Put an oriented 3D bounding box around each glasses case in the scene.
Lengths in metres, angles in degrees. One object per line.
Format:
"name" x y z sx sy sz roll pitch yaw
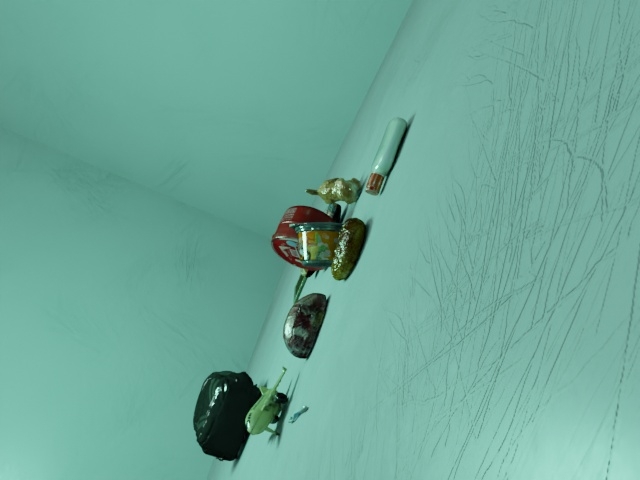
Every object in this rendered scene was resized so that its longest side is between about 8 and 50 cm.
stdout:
"glasses case" 0.000 0.000 2.182 0.122 0.082 0.321 -87 21 -68

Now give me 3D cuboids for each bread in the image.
"bread" 0.071 0.021 1.545 0.193 0.064 0.193 -160 90 -86

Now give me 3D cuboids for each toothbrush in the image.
"toothbrush" -0.057 0.431 1.381 0.162 0.014 0.017 123 149 -58

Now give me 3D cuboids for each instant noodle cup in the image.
"instant noodle cup" 0.005 0.018 1.694 0.177 0.208 0.126 156 115 -76

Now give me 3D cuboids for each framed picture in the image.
"framed picture" -0.079 0.164 2.615 0.273 0.016 0.216 -94 27 -79

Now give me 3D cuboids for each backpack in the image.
"backpack" -0.408 0.717 2.387 0.363 0.255 0.445 -69 20 -6

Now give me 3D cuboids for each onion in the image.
"onion" -0.057 0.249 1.663 0.151 0.098 0.206 122 169 -52

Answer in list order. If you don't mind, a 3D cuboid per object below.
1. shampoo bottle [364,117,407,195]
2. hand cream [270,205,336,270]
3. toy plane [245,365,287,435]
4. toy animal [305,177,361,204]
"shampoo bottle" 0.180 -0.232 1.559 0.108 0.051 0.221 150 143 -77
"hand cream" -0.052 -0.008 1.985 0.230 0.230 0.149 123 169 -61
"toy plane" -0.159 0.494 1.632 0.242 0.104 0.256 -63 6 14
"toy animal" 0.048 -0.174 1.995 0.185 0.183 0.104 -131 39 -76
